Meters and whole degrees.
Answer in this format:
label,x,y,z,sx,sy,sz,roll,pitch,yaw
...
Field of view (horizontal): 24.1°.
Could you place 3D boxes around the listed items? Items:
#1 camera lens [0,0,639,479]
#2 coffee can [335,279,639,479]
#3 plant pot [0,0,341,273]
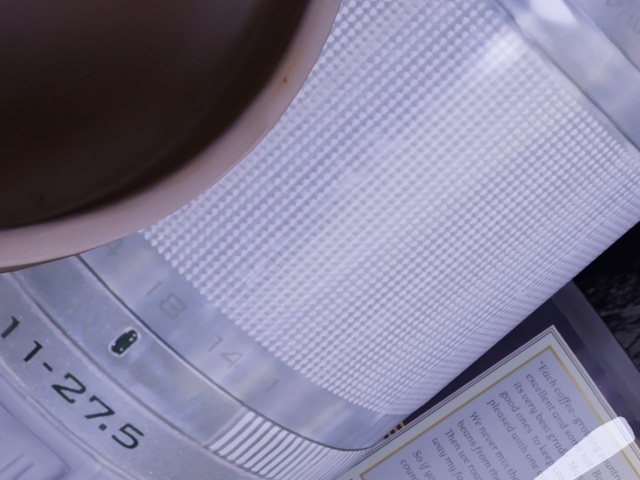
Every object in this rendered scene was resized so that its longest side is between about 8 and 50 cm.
label,x,y,z,sx,sy,sz,roll,pitch,yaw
camera lens,-0.012,-0.044,0.535,0.274,0.219,0.219,-42,145,14
coffee can,0.057,0.147,0.845,0.275,0.201,0.201,-35,146,3
plant pot,-0.116,-0.102,0.372,0.237,0.237,0.109,-4,172,-35
